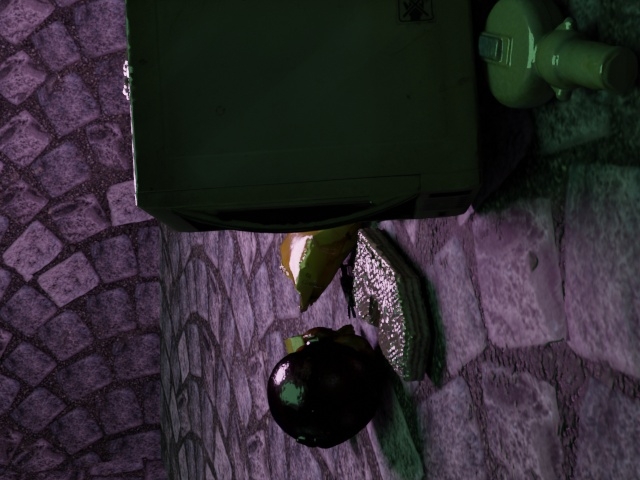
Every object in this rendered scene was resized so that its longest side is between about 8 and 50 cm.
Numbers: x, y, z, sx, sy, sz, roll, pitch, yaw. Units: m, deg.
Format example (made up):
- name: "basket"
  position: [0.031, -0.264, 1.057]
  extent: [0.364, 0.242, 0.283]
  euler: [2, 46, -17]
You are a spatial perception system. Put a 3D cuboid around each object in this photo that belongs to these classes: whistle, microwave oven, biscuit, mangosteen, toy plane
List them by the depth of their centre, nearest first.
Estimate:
- name: "whistle"
  position: [0.233, -0.192, 1.044]
  extent: [0.258, 0.067, 0.126]
  euler: [-141, 48, -63]
- name: "microwave oven"
  position: [-0.015, -0.173, 1.231]
  extent: [0.247, 0.394, 0.333]
  euler: [24, -118, -87]
- name: "biscuit"
  position: [0.106, 0.094, 1.532]
  extent: [0.250, 0.046, 0.147]
  euler: [-123, 34, -57]
- name: "mangosteen"
  position: [0.012, 0.229, 1.670]
  extent: [0.194, 0.194, 0.231]
  euler: [123, 165, -62]
- name: "toy plane"
  position: [0.046, 0.074, 1.746]
  extent: [0.049, 0.031, 0.121]
  euler: [103, 154, -64]

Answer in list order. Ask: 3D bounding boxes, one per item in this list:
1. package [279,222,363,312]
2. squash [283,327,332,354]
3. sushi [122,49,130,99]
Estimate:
- name: "package"
  position: [0.000, 0.000, 1.721]
  extent: [0.226, 0.090, 0.168]
  euler: [-62, 27, 15]
- name: "squash"
  position: [-0.002, 0.260, 1.847]
  extent: [0.095, 0.095, 0.188]
  euler: [139, 120, -68]
- name: "sushi"
  position: [-0.123, -0.295, 1.597]
  extent: [0.417, 0.417, 0.176]
  euler: [-130, 37, -62]
